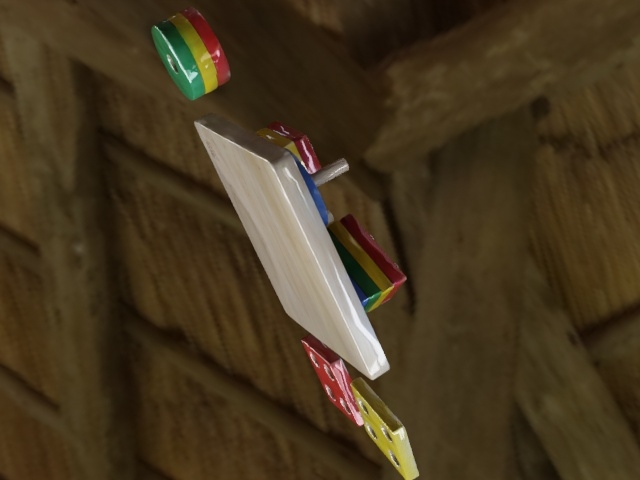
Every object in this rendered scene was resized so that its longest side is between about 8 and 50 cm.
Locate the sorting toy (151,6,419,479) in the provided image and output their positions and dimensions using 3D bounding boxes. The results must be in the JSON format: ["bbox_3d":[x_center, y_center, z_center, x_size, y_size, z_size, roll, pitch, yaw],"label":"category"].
[{"bbox_3d":[0.000,0.000,0.891,0.046,0.274,0.132,-30,-158,-12],"label":"sorting toy"}]
